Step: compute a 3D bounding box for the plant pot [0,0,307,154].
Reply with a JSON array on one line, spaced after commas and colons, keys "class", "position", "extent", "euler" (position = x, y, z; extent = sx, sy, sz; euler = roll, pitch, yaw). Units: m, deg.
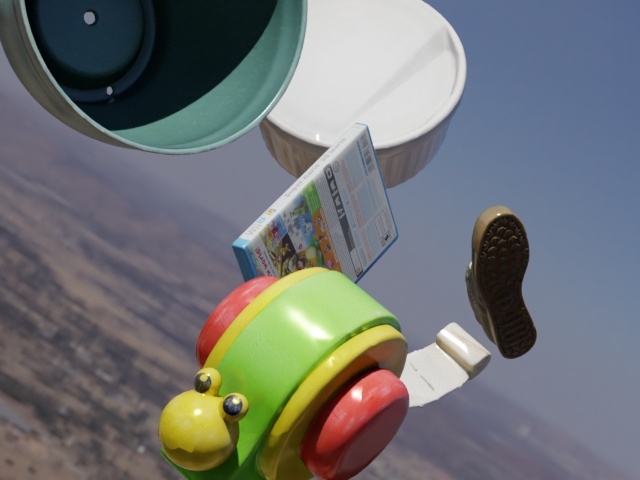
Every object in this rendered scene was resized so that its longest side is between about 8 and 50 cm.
[{"class": "plant pot", "position": [-0.187, -0.222, 1.408], "extent": [0.293, 0.293, 0.196], "euler": [33, -19, -30]}]

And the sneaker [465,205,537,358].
[{"class": "sneaker", "position": [0.182, 0.033, 1.596], "extent": [0.086, 0.064, 0.192], "euler": [-127, -161, -53]}]

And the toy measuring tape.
[{"class": "toy measuring tape", "position": [0.027, 0.064, 0.859], "extent": [0.121, 0.121, 0.330], "euler": [32, 25, 27]}]

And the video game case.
[{"class": "video game case", "position": [0.000, 0.000, 1.189], "extent": [0.015, 0.166, 0.119], "euler": [14, -43, 36]}]

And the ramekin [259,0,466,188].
[{"class": "ramekin", "position": [0.041, -0.177, 1.815], "extent": [0.273, 0.273, 0.127], "euler": [33, -29, 22]}]
